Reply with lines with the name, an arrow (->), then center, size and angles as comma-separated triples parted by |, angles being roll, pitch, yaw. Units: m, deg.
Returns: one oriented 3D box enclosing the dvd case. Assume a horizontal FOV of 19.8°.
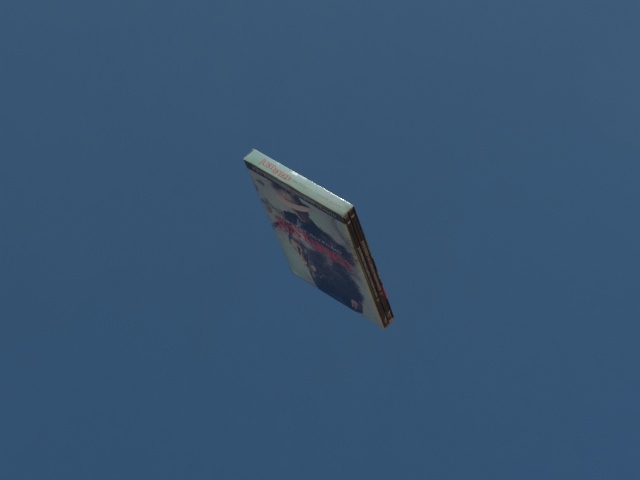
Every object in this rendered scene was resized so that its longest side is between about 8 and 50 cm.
dvd case -> 0.000, 0.000, 1.147 | 0.013, 0.087, 0.119 | -45, -36, -20
